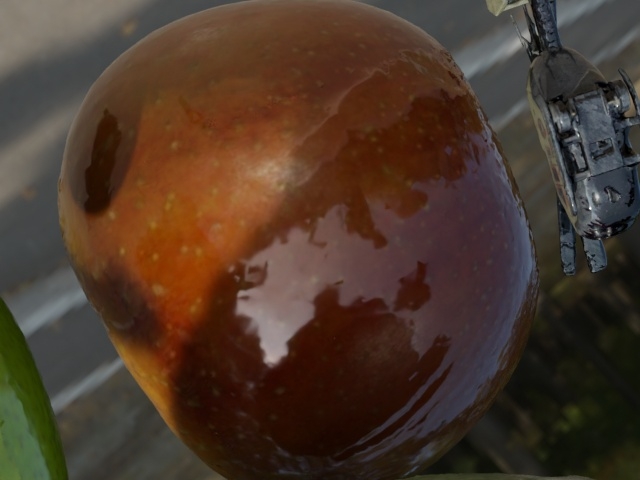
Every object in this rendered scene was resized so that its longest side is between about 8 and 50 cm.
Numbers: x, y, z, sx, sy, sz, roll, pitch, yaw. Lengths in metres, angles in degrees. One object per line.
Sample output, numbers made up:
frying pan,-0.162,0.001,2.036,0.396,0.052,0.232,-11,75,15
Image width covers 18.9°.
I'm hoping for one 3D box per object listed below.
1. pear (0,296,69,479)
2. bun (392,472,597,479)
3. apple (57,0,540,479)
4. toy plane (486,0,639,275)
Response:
pear,-0.167,0.087,0.570,0.187,0.187,0.219,-47,-147,32
bun,0.094,0.191,0.669,0.179,0.283,0.283,-31,167,-38
apple,0.000,0.000,0.804,0.173,0.210,0.235,-30,176,6
toy plane,0.076,-0.046,0.603,0.031,0.120,0.049,-17,-173,-9
